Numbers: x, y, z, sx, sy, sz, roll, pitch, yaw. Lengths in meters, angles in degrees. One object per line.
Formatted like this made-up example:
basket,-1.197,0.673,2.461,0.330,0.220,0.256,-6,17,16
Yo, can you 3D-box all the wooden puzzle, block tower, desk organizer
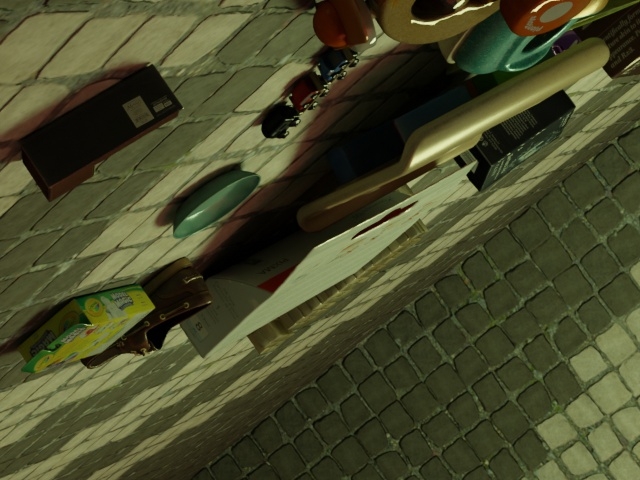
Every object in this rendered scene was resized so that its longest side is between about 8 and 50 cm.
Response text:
wooden puzzle,0.146,-0.142,2.032,0.322,0.080,0.348,-29,179,-26
block tower,0.015,0.043,2.532,0.335,0.097,0.091,-39,171,12
desk organizer,-0.182,-0.088,1.363,0.130,0.047,0.050,-33,172,-16

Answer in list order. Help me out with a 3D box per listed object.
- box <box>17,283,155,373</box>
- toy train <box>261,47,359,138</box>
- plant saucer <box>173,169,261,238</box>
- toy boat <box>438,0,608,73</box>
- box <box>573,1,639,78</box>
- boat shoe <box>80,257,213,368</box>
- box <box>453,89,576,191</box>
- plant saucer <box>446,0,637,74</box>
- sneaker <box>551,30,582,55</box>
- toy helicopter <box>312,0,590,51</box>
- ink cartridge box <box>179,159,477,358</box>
box,-0.283,0.105,1.957,0.105,0.043,0.179,-39,172,20
toy train,-0.013,-0.153,1.696,0.036,0.027,0.158,-10,155,-45
plant saucer,-0.121,-0.045,1.850,0.119,0.021,0.119,-34,170,-7
toy boat,0.282,-0.282,1.724,0.318,0.148,0.267,-29,168,-34
box,0.476,-0.331,2.201,0.191,0.143,0.381,-40,168,27
boat shoe,-0.224,0.108,2.086,0.207,0.073,0.073,-39,171,24
box,0.280,-0.167,2.442,0.158,0.093,0.156,-36,170,-8
plant saucer,0.255,-0.253,1.936,0.241,0.037,0.241,-20,-178,1
sneaker,0.301,-0.243,2.234,0.170,0.068,0.071,-30,163,-28
toy helicopter,0.067,-0.239,1.373,0.235,0.140,0.355,-29,162,17
ink cartridge box,0.000,0.000,2.241,0.308,0.091,0.385,-28,170,-34
